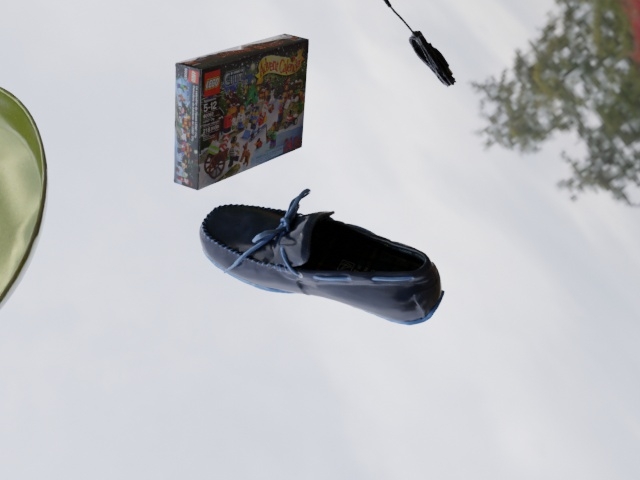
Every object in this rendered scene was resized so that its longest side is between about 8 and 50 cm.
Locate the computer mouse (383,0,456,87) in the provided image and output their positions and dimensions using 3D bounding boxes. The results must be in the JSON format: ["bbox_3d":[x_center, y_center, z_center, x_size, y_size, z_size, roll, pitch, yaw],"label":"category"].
[{"bbox_3d":[0.101,-0.296,1.294,0.242,0.041,0.071,53,-179,-10],"label":"computer mouse"}]

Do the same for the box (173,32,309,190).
[{"bbox_3d":[-0.102,-0.174,1.380,0.044,0.159,0.233,19,-151,29],"label":"box"}]

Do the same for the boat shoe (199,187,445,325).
[{"bbox_3d":[0.000,0.000,1.029,0.089,0.258,0.109,80,-154,-53],"label":"boat shoe"}]

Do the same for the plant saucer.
[{"bbox_3d":[-0.297,-0.008,0.793,0.037,0.241,0.241,43,-158,-57],"label":"plant saucer"}]
